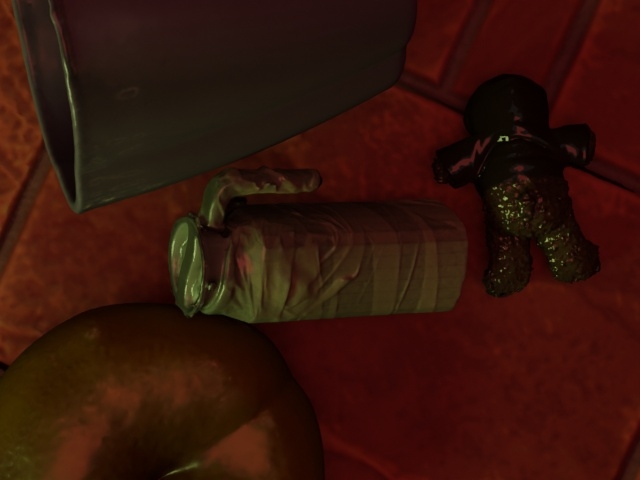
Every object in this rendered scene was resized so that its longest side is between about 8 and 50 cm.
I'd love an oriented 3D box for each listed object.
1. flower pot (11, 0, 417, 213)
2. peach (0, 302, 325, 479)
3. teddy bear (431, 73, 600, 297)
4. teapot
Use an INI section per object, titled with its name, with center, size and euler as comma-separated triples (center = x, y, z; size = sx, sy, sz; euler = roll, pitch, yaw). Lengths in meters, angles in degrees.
[flower pot]
center = -0.077, -0.175, 1.070
size = 0.243, 0.265, 0.265
euler = -15, 94, -12
[peach]
center = -0.117, 0.163, 1.127
size = 0.251, 0.153, 0.251
euler = -1, 98, -4
[teddy bear]
center = 0.144, -0.039, 1.160
size = 0.119, 0.078, 0.160
euler = -13, 95, 2
[teapot]
center = 0.000, 0.000, 1.113
size = 0.200, 0.077, 0.107
euler = -3, 118, -26
